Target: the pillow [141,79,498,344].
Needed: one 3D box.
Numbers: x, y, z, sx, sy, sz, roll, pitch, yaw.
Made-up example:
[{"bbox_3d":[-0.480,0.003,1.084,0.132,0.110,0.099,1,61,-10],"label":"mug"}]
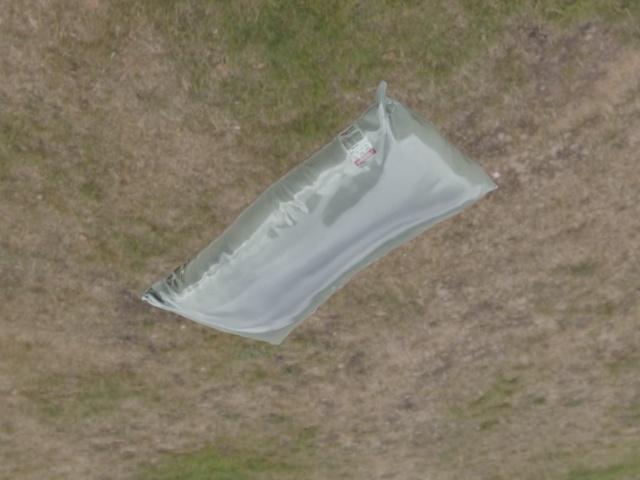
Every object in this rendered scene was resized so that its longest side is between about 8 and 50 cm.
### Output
[{"bbox_3d":[0.000,0.001,0.504,0.254,0.078,0.144,-39,140,21],"label":"pillow"}]
